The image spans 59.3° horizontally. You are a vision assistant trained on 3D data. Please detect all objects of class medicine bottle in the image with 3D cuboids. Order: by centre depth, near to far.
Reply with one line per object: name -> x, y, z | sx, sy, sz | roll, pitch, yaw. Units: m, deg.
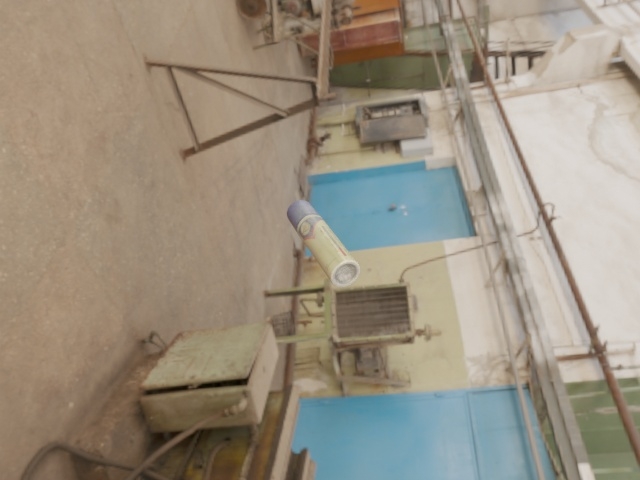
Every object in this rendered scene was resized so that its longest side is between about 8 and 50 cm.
medicine bottle -> 0.000, 0.000, 1.074 | 0.231, 0.059, 0.059 | 53, -18, 49
